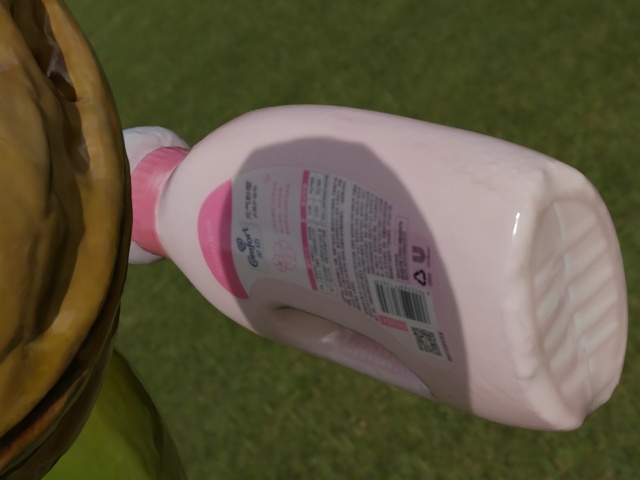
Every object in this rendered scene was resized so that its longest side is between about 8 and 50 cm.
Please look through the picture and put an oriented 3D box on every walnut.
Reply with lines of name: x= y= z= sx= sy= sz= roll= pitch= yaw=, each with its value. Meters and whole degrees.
walnut: x=-0.115 y=-0.010 z=0.413 sx=0.144 sy=0.144 sz=0.180 roll=-33 pitch=62 yaw=22

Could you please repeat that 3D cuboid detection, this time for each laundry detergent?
laundry detergent: x=0.000 y=0.000 z=0.855 sx=0.335 sy=0.159 sz=0.088 roll=14 pitch=38 yaw=45

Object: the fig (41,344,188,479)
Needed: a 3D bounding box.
fig: x=-0.156 y=0.143 z=0.750 sx=0.207 sy=0.230 sz=0.207 roll=-18 pitch=2 yaw=1
